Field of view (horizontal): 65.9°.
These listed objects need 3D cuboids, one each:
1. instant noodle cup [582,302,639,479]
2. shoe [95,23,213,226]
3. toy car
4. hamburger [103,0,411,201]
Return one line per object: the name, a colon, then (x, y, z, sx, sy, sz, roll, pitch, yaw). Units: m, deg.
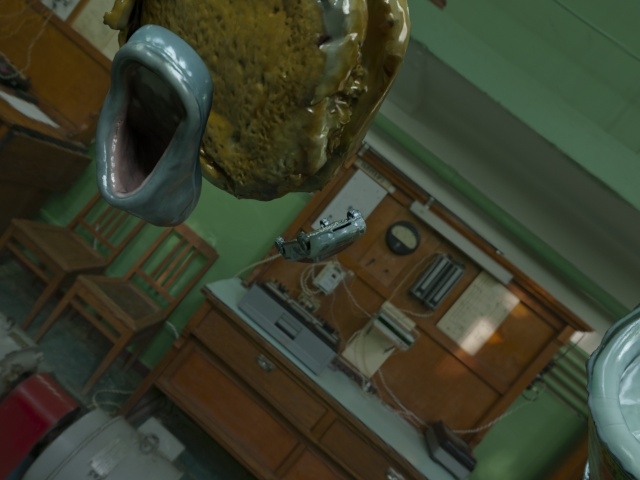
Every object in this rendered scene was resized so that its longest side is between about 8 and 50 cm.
instant noodle cup: (0.379, 0.212, 0.464, 0.312, 0.284, 0.284, 54, -5, -38)
shoe: (-0.128, -0.057, 0.346, 0.079, 0.078, 0.195, 40, -35, -1)
toy car: (0.000, 0.000, 0.719, 0.056, 0.095, 0.205, 68, -20, -5)
hamburger: (-0.066, -0.196, 0.488, 0.318, 0.319, 0.158, 40, 39, 11)
